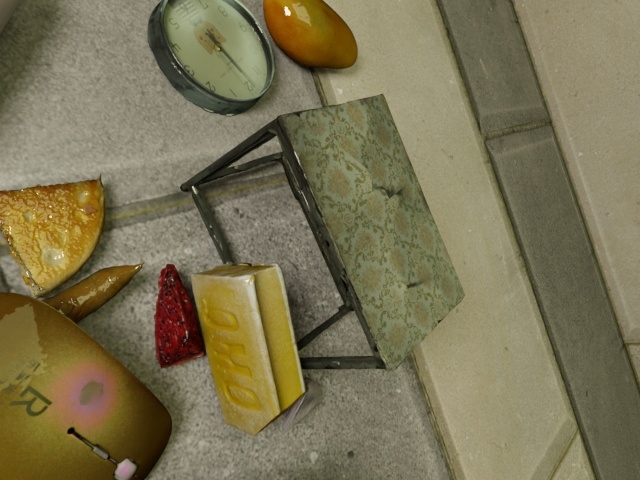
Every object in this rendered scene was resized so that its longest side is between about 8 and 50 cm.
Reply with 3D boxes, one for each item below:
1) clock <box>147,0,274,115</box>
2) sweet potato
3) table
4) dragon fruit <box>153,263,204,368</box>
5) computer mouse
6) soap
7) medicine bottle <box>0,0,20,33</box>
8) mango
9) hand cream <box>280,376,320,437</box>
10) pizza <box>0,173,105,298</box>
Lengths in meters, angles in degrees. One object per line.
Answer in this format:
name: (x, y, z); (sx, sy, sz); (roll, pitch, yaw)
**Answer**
clock: (-0.181, -0.335, 0.777); (0.226, 0.049, 0.226); (13, 69, -37)
sweet potato: (-0.326, 0.102, 0.516); (0.274, 0.067, 0.067); (-44, 108, -35)
table: (0.000, 0.000, 0.690); (0.222, 0.272, 0.335); (-28, 98, -42)
dragon fruit: (-0.196, 0.103, 0.634); (0.063, 0.097, 0.131); (4, 57, -44)
computer mouse: (-0.279, 0.193, 0.475); (0.158, 0.072, 0.310); (-52, 130, -33)
soap: (-0.099, 0.151, 0.625); (0.073, 0.140, 0.232); (-18, 102, -44)
medicine bottle: (-0.435, -0.210, 0.462); (0.130, 0.130, 0.341); (29, 61, -33)
mango: (-0.012, -0.420, 0.909); (0.253, 0.113, 0.138); (13, 66, -46)
hand cream: (-0.031, 0.251, 0.701); (0.053, 0.142, 0.084); (28, 87, 10)
pizza: (-0.342, -0.017, 0.551); (0.131, 0.041, 0.178); (20, 66, -39)
